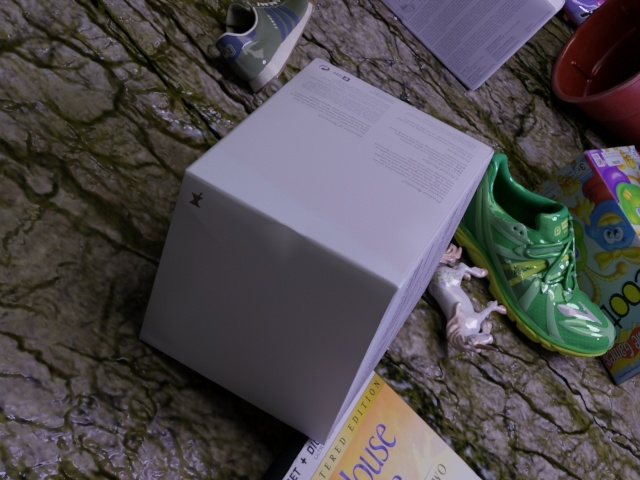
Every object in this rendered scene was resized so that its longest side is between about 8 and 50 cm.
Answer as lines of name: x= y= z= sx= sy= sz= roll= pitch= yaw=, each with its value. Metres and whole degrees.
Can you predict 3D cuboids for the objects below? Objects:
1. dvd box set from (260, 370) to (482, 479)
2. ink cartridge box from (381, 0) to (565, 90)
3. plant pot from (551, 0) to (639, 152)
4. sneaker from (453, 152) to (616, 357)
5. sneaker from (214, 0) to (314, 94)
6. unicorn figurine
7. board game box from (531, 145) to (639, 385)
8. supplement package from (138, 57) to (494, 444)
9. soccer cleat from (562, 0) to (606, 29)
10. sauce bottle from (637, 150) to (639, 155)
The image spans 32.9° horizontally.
dvd box set: x=0.109 y=0.343 z=0.964 sx=0.420 sy=0.062 sz=0.307 roll=46 pitch=38 yaw=-4
ink cartridge box: x=0.200 y=-0.349 z=1.531 sx=0.225 sy=0.181 sz=0.056 roll=44 pitch=38 yaw=-3
plant pot: x=0.561 y=-0.241 z=1.741 sx=0.265 sy=0.272 sz=0.272 roll=41 pitch=38 yaw=-23
sneaker: x=0.265 y=0.020 z=1.331 sx=0.295 sy=0.123 sz=0.109 roll=51 pitch=38 yaw=1
sneaker: x=-0.069 y=-0.260 z=1.291 sx=0.086 sy=0.064 sz=0.192 roll=40 pitch=42 yaw=-19
unicorn figurine: x=0.167 y=0.079 z=1.251 sx=0.111 sy=0.060 sz=0.162 roll=-9 pitch=49 yaw=-46
board game box: x=0.408 y=0.028 z=1.445 sx=0.144 sy=0.142 sz=0.275 roll=-10 pitch=66 yaw=-47
supplement package: x=0.000 y=0.000 z=0.996 sx=0.199 sy=0.198 sz=0.262 roll=29 pitch=38 yaw=9
soccer cleat: x=0.532 y=-0.398 z=1.955 sx=0.248 sy=0.095 sz=0.083 roll=27 pitch=43 yaw=-25
sauce bottle: x=0.515 y=-0.085 z=1.529 sx=0.111 sy=0.111 sz=0.344 roll=48 pitch=1 yaw=-1
